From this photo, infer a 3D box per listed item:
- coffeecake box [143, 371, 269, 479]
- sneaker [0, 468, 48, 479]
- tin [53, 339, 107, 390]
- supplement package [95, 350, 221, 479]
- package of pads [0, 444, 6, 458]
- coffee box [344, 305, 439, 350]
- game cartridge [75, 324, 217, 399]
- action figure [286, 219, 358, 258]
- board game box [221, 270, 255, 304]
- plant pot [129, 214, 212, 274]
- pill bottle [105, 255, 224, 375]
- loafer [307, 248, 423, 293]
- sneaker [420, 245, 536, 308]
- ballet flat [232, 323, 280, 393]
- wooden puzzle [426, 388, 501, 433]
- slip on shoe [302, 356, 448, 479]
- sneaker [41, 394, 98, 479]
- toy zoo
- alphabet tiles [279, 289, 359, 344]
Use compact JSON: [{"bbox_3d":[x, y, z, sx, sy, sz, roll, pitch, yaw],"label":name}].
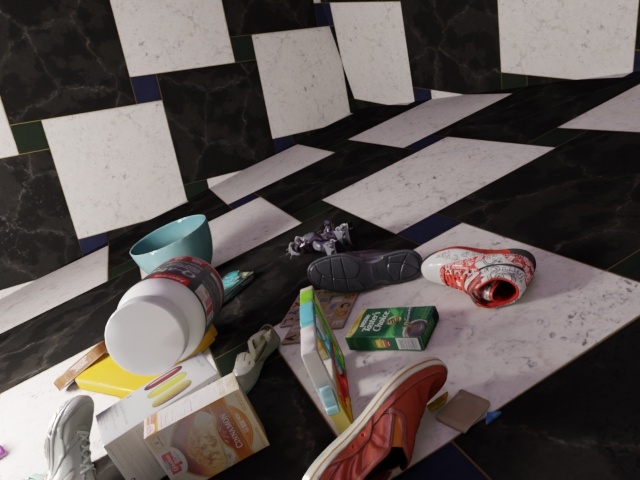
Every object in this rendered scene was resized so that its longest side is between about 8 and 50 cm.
[{"bbox_3d":[-0.212,0.359,1.008,0.185,0.142,0.068,-27,21,-9],"label":"coffeecake box"},{"bbox_3d":[-0.596,0.488,1.071,0.094,0.151,0.256,-10,23,33],"label":"sneaker"},{"bbox_3d":[-0.684,0.357,1.556,0.189,0.040,0.106,-42,8,-15],"label":"tin"},{"bbox_3d":[-0.307,0.364,1.103,0.244,0.134,0.139,-31,23,-21],"label":"supplement package"},{"bbox_3d":[-0.832,0.523,1.363,0.083,0.050,0.032,-1,30,45],"label":"package of pads"},{"bbox_3d":[0.155,0.192,1.181,0.184,0.040,0.113,-7,26,35],"label":"coffee box"},{"bbox_3d":[-0.477,0.325,1.495,0.323,0.053,0.285,-2,29,38],"label":"game cartridge"},{"bbox_3d":[0.000,0.000,1.728,0.185,0.099,0.285,-41,24,-28],"label":"action figure"},{"bbox_3d":[-0.313,0.160,1.750,0.126,0.026,0.186,-3,28,42],"label":"board game box"},{"bbox_3d":[-0.507,0.060,1.947,0.290,0.195,0.290,-20,21,8],"label":"plant pot"},{"bbox_3d":[-0.369,0.175,1.320,0.210,0.210,0.363,-21,10,5],"label":"pill bottle"},{"bbox_3d":[0.120,0.075,1.429,0.302,0.109,0.095,-7,7,11],"label":"loafer"},{"bbox_3d":[0.330,0.083,1.203,0.270,0.090,0.145,-4,25,34],"label":"sneaker"},{"bbox_3d":[-0.164,0.275,1.265,0.072,0.068,0.213,-10,25,30],"label":"ballet flat"},{"bbox_3d":[0.240,0.288,0.909,0.078,0.014,0.116,-35,24,-19],"label":"wooden puzzle"},{"bbox_3d":[0.111,0.315,0.859,0.101,0.123,0.331,27,49,34],"label":"slip on shoe"},{"bbox_3d":[-0.475,0.440,1.054,0.121,0.099,0.263,-1,67,20],"label":"sneaker"},{"bbox_3d":[0.011,0.232,1.022,0.030,0.192,0.293,-21,22,6],"label":"toy zoo"},{"bbox_3d":[-0.009,0.190,1.398,0.198,0.009,0.237,-12,23,26],"label":"alphabet tiles"}]
